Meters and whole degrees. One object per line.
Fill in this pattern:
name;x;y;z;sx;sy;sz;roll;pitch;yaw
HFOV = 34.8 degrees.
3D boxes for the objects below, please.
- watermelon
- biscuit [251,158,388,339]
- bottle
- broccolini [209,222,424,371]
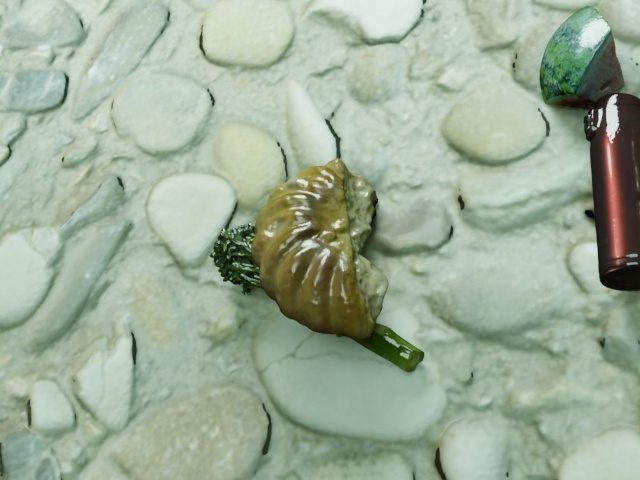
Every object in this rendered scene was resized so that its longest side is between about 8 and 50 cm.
watermelon;0.236;-0.162;0.898;0.072;0.092;0.085;-2;70;-23
biscuit;0.000;0.000;0.876;0.118;0.061;0.183;1;52;-5
bottle;0.251;-0.044;0.846;0.060;0.060;0.164;-6;65;18
broccolini;-0.008;0.059;0.903;0.216;0.067;0.058;35;86;20
